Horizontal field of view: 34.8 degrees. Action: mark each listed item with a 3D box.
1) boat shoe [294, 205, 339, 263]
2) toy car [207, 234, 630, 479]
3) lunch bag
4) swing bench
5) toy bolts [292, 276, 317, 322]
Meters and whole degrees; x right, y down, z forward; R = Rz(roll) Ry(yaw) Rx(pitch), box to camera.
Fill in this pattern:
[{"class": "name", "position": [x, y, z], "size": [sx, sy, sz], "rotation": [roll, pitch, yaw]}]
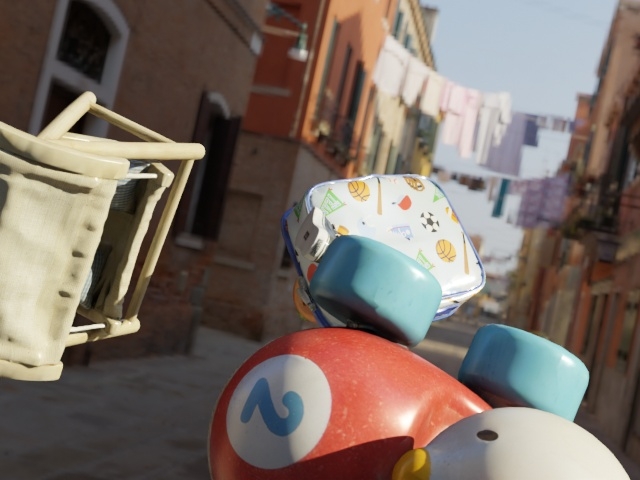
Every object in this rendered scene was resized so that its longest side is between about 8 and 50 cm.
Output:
[{"class": "boat shoe", "position": [0.000, 0.000, 1.161], "size": [0.040, 0.049, 0.142], "rotation": [29, 12, -11]}, {"class": "toy car", "position": [0.062, 0.125, 0.494], "size": [0.210, 0.219, 0.238], "rotation": [31, -14, -13]}, {"class": "lunch bag", "position": [0.092, 0.026, 1.524], "size": [0.303, 0.243, 0.115], "rotation": [-10, -22, -38]}, {"class": "swing bench", "position": [-0.280, -0.006, 1.096], "size": [0.165, 0.253, 0.254], "rotation": [26, 19, 10]}, {"class": "toy bolts", "position": [0.078, 0.132, 1.705], "size": [0.228, 0.218, 0.158], "rotation": [-12, -11, -2]}]
